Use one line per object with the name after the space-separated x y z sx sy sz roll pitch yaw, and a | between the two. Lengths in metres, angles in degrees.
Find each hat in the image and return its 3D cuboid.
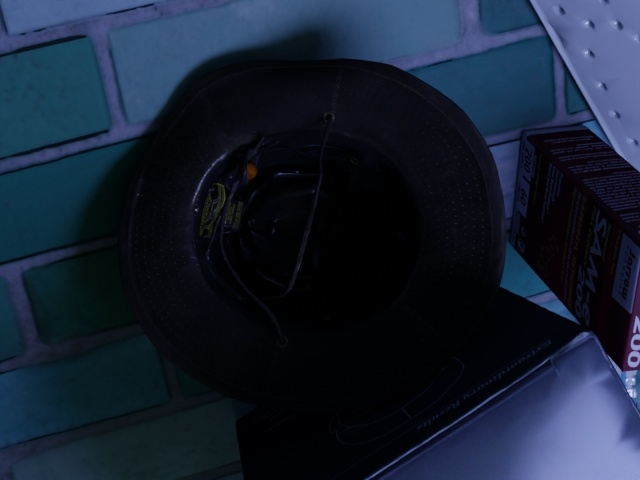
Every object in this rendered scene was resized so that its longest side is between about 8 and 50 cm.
0.000 0.000 1.085 0.331 0.331 0.134 -40 165 5 | hat

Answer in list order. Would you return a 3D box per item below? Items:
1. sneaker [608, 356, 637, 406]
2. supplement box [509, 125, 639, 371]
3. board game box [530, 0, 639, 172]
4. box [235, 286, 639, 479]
0.299 0.149 1.350 0.083 0.071 0.190 -4 111 -10 | sneaker
0.258 0.000 1.143 0.073 0.239 0.130 -7 119 -15 | supplement box
0.404 -0.114 1.066 0.050 0.390 0.390 -53 126 -21 | board game box
0.107 0.209 1.084 0.294 0.395 0.212 -32 97 -2 | box
